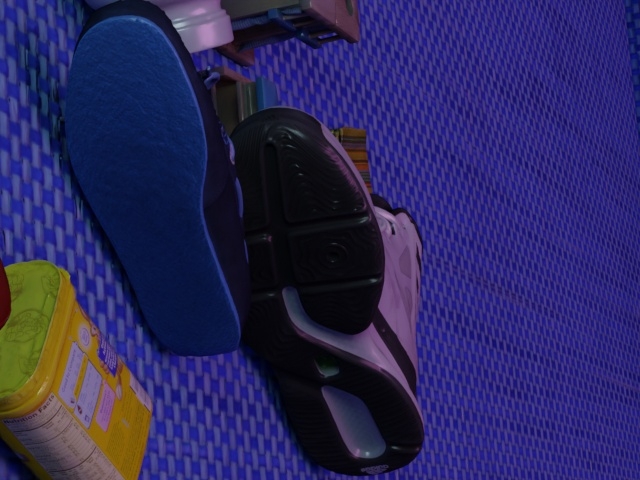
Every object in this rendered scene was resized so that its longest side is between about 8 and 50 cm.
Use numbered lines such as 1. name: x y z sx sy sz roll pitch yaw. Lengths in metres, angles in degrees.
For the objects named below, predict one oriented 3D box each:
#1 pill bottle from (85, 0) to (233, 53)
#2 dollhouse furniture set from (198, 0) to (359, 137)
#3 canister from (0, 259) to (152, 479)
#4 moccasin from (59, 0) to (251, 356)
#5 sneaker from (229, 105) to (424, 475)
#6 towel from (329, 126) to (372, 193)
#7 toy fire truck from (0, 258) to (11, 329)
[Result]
1. pill bottle: -0.146 -0.286 1.575 0.146 0.146 0.264 -34 113 -66
2. dollhouse furniture set: -0.040 -0.168 1.810 0.129 0.129 0.184 23 60 -65
3. canister: -0.195 0.115 1.404 0.170 0.073 0.126 60 31 -45
4. moccasin: -0.136 -0.058 1.576 0.117 0.137 0.342 -76 163 -52
5. sneaker: -0.001 0.001 1.856 0.257 0.169 0.448 -87 164 -48
6. towel: 0.049 -0.011 2.111 0.102 0.021 0.237 -10 91 -67
7. toy fire truck: -0.325 -0.031 1.057 0.302 0.169 0.254 18 46 -66
